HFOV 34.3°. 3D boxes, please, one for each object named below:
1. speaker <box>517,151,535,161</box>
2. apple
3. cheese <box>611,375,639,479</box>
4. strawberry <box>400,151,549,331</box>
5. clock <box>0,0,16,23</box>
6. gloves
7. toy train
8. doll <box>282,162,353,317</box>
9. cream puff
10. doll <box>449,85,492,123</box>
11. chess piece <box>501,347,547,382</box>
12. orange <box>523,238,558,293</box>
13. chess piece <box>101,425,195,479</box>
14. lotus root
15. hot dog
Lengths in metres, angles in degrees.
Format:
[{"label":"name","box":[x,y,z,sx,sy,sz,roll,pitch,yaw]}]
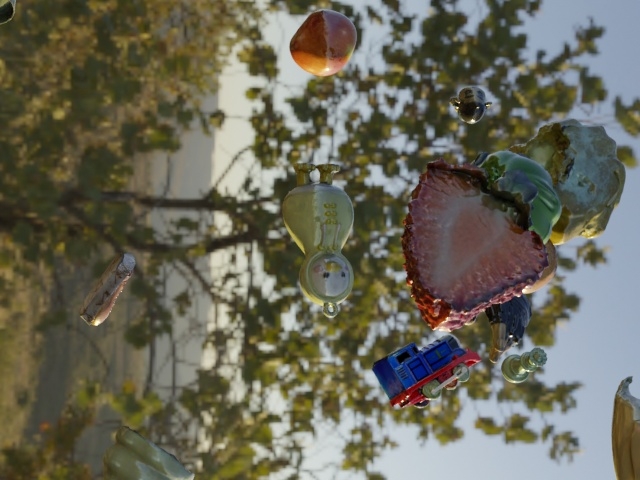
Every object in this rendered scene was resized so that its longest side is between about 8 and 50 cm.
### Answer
[{"label":"speaker","box":[0.394,-0.110,2.154,0.046,0.040,0.191,-52,169,-26]},{"label":"apple","box":[0.005,-0.463,2.422,0.163,0.139,0.163,-60,-166,26]},{"label":"cheese","box":[0.533,0.306,1.505,0.127,0.266,0.233,-13,-99,50]},{"label":"strawberry","box":[0.168,0.013,1.237,0.286,0.188,0.106,-48,170,-45]},{"label":"clock","box":[-0.633,-0.439,1.789,0.215,0.214,0.042,117,-19,-74]},{"label":"gloves","box":[0.336,0.145,1.968,0.203,0.164,0.124,-103,-147,-62]},{"label":"toy train","box":[0.219,0.261,2.124,0.131,0.204,0.083,58,-34,12]},{"label":"doll","box":[0.006,-0.003,1.951,0.117,0.141,0.296,-37,-120,54]},{"label":"cream puff","box":[0.596,-0.133,2.580,0.323,0.274,0.270,-68,-163,-15]},{"label":"doll","box":[0.361,-0.327,2.491,0.179,0.102,0.089,-101,-165,-78]},{"label":"chess piece","box":[0.294,0.174,1.480,0.093,0.042,0.042,124,-34,-65]},{"label":"orange","box":[0.479,0.045,2.403,0.159,0.136,0.159,18,68,-55]},{"label":"chess piece","box":[-0.415,0.551,2.054,0.330,0.182,0.182,-56,178,-17]},{"label":"lotus root","box":[0.294,-0.078,1.695,0.186,0.186,0.186,180,-90,-82]},{"label":"hot dog","box":[-0.498,0.114,2.437,0.191,0.059,0.108,-55,-153,6]}]
